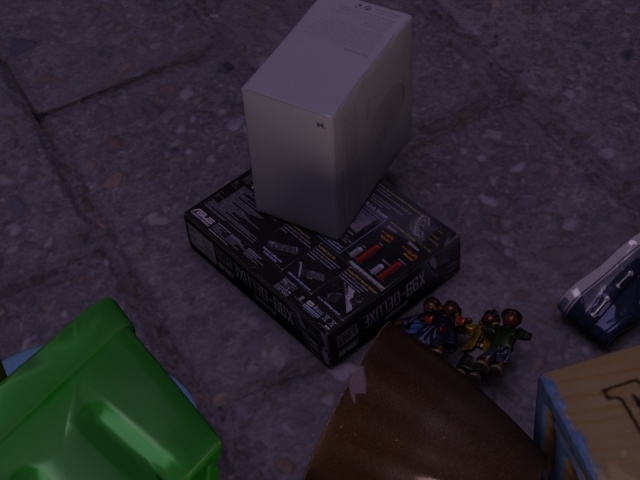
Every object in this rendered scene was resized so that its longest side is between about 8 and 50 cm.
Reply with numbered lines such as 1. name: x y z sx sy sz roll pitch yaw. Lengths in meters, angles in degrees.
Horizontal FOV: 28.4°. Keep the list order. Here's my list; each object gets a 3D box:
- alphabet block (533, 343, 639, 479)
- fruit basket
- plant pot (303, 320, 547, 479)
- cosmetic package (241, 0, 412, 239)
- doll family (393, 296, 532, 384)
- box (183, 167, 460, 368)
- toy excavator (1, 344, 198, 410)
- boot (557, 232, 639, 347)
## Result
1. alphabet block: 0.364 0.242 1.403 0.197 0.192 0.193 -16 50 -7
2. fruit basket: -0.315 0.200 1.096 0.392 0.283 0.392 4 50 -5
3. plant pot: 0.131 0.240 1.438 0.230 0.215 0.215 28 55 10
4. cosmetic package: 0.014 -0.166 1.678 0.138 0.224 0.224 19 51 20
5. doll family: 0.176 0.119 1.611 0.193 0.076 0.111 13 56 21
6. box: 0.000 0.000 1.733 0.242 0.076 0.307 -36 54 -24
7. toy excavator: -0.343 0.212 1.329 0.433 0.445 0.222 -22 49 -14
8. boot: 0.402 0.063 1.652 0.190 0.069 0.086 -36 69 -22
